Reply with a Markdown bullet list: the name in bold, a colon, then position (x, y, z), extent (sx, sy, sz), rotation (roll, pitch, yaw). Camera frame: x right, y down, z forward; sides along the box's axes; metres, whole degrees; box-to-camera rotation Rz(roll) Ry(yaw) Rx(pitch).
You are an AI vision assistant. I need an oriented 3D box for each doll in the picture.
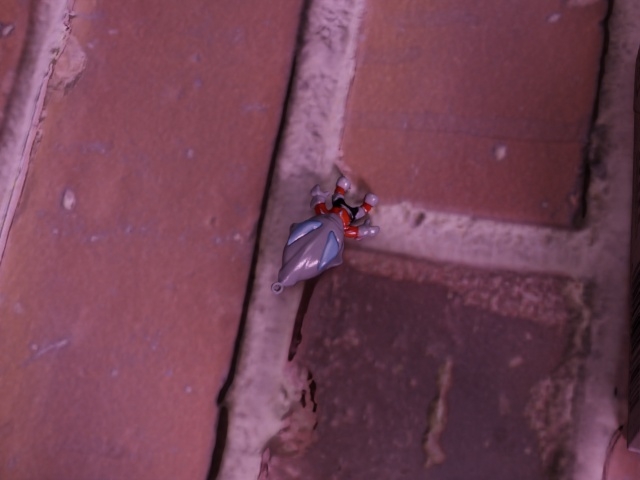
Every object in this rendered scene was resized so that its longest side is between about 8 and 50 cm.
- **doll**: position (0.000, 0.000, 1.014), extent (0.057, 0.039, 0.114), rotation (46, 66, -16)

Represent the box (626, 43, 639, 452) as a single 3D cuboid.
- **box**: position (0.338, -0.005, 0.956), extent (0.210, 0.095, 0.330), rotation (4, 69, 6)
